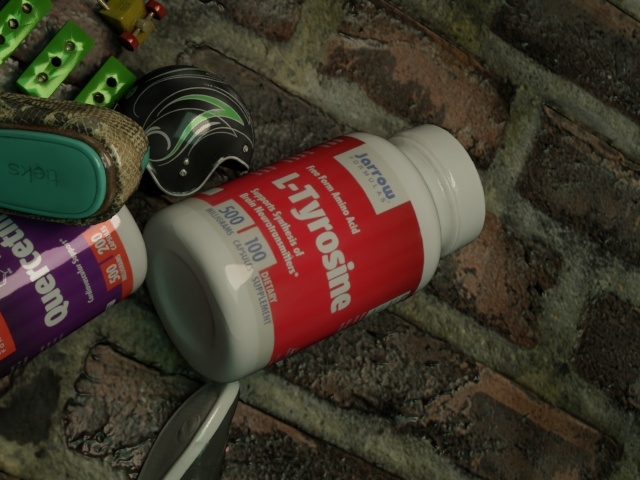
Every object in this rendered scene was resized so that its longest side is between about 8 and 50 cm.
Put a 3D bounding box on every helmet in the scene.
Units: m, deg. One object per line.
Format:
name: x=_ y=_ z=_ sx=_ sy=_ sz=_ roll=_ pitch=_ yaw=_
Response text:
helmet: x=-0.167 y=-0.135 z=1.808 sx=0.161 sy=0.169 sz=0.169 roll=-38 pitch=103 yaw=-15

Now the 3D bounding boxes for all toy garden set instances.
toy garden set: x=-0.328 y=-0.272 z=1.801 sx=0.244 sy=0.049 sz=0.203 roll=42 pitch=69 yaw=-17

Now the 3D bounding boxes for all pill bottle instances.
pill bottle: x=-0.369 y=0.055 z=1.666 sx=0.323 sy=0.181 sz=0.181 roll=-35 pitch=101 yaw=-27
pill bottle: x=0.000 y=0.000 z=1.842 sx=0.408 sy=0.229 sz=0.229 roll=-25 pitch=96 yaw=-28

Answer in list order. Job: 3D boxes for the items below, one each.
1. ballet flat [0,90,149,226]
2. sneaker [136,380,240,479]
ballet flat: x=-0.420 y=-0.112 z=1.634 sx=0.483 sy=0.182 sz=0.164 roll=8 pitch=112 yaw=9
sneaker: x=-0.145 y=0.317 z=1.808 sx=0.147 sy=0.105 sz=0.295 roll=33 pitch=76 yaw=-23
